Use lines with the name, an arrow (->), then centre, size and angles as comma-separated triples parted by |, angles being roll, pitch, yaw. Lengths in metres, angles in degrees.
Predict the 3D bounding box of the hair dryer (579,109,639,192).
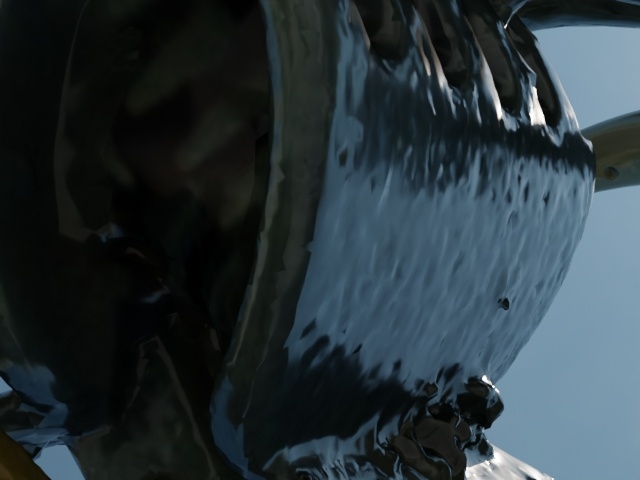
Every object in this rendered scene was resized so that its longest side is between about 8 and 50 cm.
hair dryer -> 0.273, -0.104, 0.837 | 0.296, 0.298, 0.119 | -46, -55, -21

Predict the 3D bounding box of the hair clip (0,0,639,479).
hair clip -> 0.000, 0.000, 0.541 | 0.392, 0.318, 0.238 | 14, -86, 23

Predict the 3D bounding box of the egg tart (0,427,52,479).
egg tart -> -0.100, 0.112, 0.332 | 0.241, 0.241, 0.106 | 45, -78, 1
